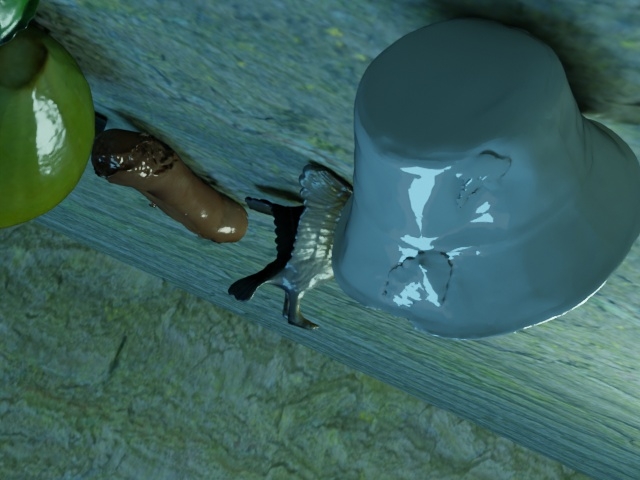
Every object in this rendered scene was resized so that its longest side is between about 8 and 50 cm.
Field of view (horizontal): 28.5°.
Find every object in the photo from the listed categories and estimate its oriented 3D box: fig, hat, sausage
[{"bbox_3d":[-0.325,-0.128,1.227,0.207,0.207,0.230,22,140,15],"label":"fig"},{"bbox_3d":[0.090,-0.053,0.751,0.203,0.203,0.126,19,146,31],"label":"hat"},{"bbox_3d":[-0.180,-0.064,1.546,0.078,0.078,0.304,19,171,29],"label":"sausage"}]

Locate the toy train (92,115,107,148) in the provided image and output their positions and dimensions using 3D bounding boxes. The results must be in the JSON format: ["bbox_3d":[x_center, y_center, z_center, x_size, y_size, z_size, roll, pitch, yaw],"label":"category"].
[{"bbox_3d":[-0.379,-0.174,1.495,0.252,0.055,0.048,25,170,-8],"label":"toy train"}]

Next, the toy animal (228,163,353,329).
[{"bbox_3d":[0.000,0.021,1.409,0.197,0.160,0.272,26,177,-19],"label":"toy animal"}]

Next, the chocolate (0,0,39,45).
[{"bbox_3d":[-0.320,-0.242,0.887,0.110,0.110,0.291,19,167,29],"label":"chocolate"}]
